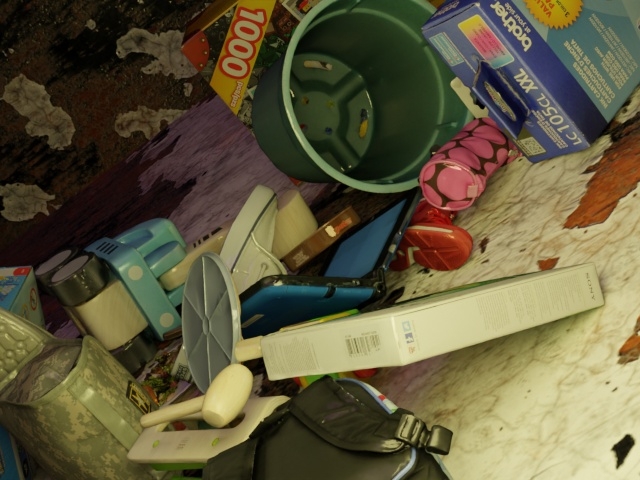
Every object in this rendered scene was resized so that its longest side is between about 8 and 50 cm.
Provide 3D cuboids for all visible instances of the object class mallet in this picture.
[{"bbox_3d":[0.172,-0.110,1.854,0.062,0.039,0.190,-45,-12,5],"label":"mallet"}]

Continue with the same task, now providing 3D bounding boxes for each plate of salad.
[{"bbox_3d":[-0.258,0.221,2.036,0.200,0.048,0.200,-36,19,15],"label":"plate of salad"}]

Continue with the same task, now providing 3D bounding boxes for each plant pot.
[{"bbox_3d":[0.045,-0.240,2.100,0.341,0.341,0.334,-46,12,-15],"label":"plant pot"}]

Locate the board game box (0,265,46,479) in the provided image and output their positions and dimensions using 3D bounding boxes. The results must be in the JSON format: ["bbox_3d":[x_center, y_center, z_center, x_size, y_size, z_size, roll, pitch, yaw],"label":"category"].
[{"bbox_3d":[-0.562,0.249,2.153,0.086,0.308,0.302,-4,25,3],"label":"board game box"}]

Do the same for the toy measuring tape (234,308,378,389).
[{"bbox_3d":[-0.007,0.157,1.510,0.121,0.121,0.330,-33,-10,21],"label":"toy measuring tape"}]

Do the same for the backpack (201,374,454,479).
[{"bbox_3d":[0.012,0.266,1.206,0.276,0.213,0.263,-33,26,-1],"label":"backpack"}]

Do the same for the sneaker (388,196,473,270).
[{"bbox_3d":[0.166,-0.027,1.734,0.128,0.087,0.221,-50,23,-22],"label":"sneaker"}]

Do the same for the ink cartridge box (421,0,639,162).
[{"bbox_3d":[0.334,-0.303,1.737,0.395,0.270,0.151,-49,16,-22],"label":"ink cartridge box"}]

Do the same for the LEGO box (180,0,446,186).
[{"bbox_3d":[0.035,-0.412,2.373,0.500,0.372,0.193,-36,20,14],"label":"LEGO box"}]

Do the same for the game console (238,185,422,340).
[{"bbox_3d":[-0.020,0.035,1.711,0.293,0.250,0.173,143,126,-58],"label":"game console"}]

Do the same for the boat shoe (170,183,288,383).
[{"bbox_3d":[-0.102,0.082,1.918,0.136,0.156,0.367,119,173,-56],"label":"boat shoe"}]

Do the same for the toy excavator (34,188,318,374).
[{"bbox_3d":[-0.266,0.041,2.242,0.445,0.222,0.433,-38,19,-18],"label":"toy excavator"}]

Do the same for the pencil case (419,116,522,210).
[{"bbox_3d":[0.221,-0.113,1.751,0.209,0.098,0.095,-44,-26,-53],"label":"pencil case"}]

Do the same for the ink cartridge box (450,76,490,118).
[{"bbox_3d":[0.319,-0.264,1.915,0.198,0.115,0.067,-38,20,10],"label":"ink cartridge box"}]

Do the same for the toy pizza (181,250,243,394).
[{"bbox_3d":[-0.140,0.114,1.625,0.032,0.201,0.201,-2,2,-27],"label":"toy pizza"}]

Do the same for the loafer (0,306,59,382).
[{"bbox_3d":[-0.450,0.216,1.988,0.112,0.319,0.111,-37,26,8],"label":"loafer"}]

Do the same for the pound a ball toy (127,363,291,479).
[{"bbox_3d":[-0.121,0.235,1.514,0.319,0.208,0.135,-15,32,52],"label":"pound a ball toy"}]

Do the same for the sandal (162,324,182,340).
[{"bbox_3d":[-0.183,0.101,2.073,0.219,0.060,0.090,-35,-4,-6],"label":"sandal"}]

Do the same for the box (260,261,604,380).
[{"bbox_3d":[0.127,0.090,1.350,0.322,0.058,0.232,-10,-3,-39],"label":"box"}]

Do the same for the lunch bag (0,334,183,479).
[{"bbox_3d":[-0.338,0.271,1.793,0.169,0.235,0.287,-48,20,-27],"label":"lunch bag"}]

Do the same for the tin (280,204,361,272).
[{"bbox_3d":[0.000,0.000,1.976,0.106,0.040,0.190,-32,-2,-29],"label":"tin"}]
